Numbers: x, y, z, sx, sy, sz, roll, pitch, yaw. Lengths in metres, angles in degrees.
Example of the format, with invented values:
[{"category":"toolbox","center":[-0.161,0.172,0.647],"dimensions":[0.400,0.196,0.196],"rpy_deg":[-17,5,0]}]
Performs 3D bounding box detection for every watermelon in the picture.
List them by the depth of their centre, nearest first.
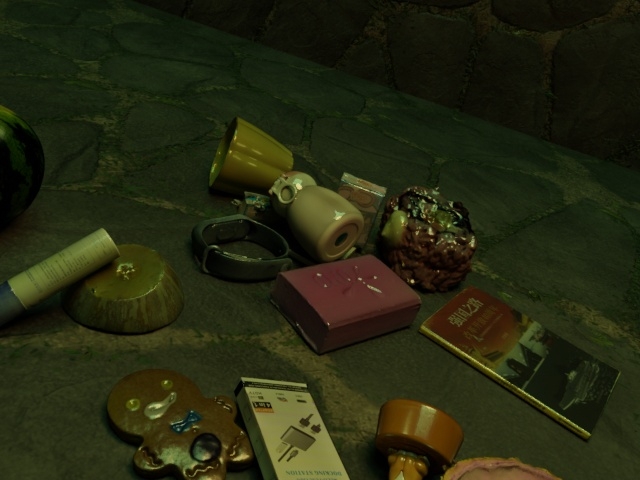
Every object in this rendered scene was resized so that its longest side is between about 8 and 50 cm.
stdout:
[{"category":"watermelon","center":[-0.656,-0.143,1.101],"dimensions":[0.269,0.269,0.269],"rpy_deg":[13,29,-7]}]

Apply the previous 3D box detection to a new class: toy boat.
[{"category":"toy boat","center":[-0.119,-0.068,1.443],"dimensions":[0.210,0.084,0.066],"rpy_deg":[3,35,-42]}]

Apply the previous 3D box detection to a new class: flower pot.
[{"category":"flower pot","center":[-0.176,-0.198,1.536],"dimensions":[0.179,0.195,0.195],"rpy_deg":[21,26,-20]}]

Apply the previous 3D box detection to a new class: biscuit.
[{"category":"biscuit","center":[-0.206,0.266,0.853],"dimensions":[0.236,0.039,0.180],"rpy_deg":[29,32,23]}]

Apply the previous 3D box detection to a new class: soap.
[{"category":"soap","center":[0.053,0.119,1.195],"dimensions":[0.259,0.081,0.181],"rpy_deg":[-8,38,-37]}]

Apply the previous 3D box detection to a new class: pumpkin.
[{"category":"pumpkin","center":[-0.346,0.067,1.056],"dimensions":[0.217,0.110,0.217],"rpy_deg":[15,35,-11]}]

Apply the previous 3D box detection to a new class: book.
[{"category":"book","center":[0.424,0.238,1.248],"dimensions":[0.374,0.028,0.262],"rpy_deg":[32,34,25]},{"category":"book","center":[0.000,0.000,1.433],"dimensions":[0.162,0.022,0.232],"rpy_deg":[29,30,14]}]

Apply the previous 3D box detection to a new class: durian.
[{"category":"durian","center":[0.259,0.394,0.812],"dimensions":[0.341,0.112,0.191],"rpy_deg":[1,23,-41]}]

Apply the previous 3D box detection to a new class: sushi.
[{"category":"sushi","center":[0.255,-0.008,1.434],"dimensions":[0.237,0.170,0.270],"rpy_deg":[9,35,-15]}]

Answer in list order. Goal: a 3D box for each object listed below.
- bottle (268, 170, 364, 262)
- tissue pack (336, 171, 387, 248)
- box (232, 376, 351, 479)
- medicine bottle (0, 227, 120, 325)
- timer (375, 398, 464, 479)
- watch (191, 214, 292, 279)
[{"category":"bottle","center":[-0.025,-0.071,1.352],"dimensions":[0.148,0.147,0.236],"rpy_deg":[-14,48,-43]},{"category":"tissue pack","center":[0.081,-0.072,1.424],"dimensions":[0.116,0.155,0.065],"rpy_deg":[21,28,1]},{"category":"box","center":[-0.036,0.300,0.858],"dimensions":[0.129,0.033,0.247],"rpy_deg":[15,26,-34]},{"category":"medicine bottle","center":[-0.443,0.062,0.957],"dimensions":[0.231,0.059,0.059],"rpy_deg":[-34,52,-22]},{"category":"timer","center":[0.127,0.331,0.859],"dimensions":[0.132,0.132,0.152],"rpy_deg":[22,52,9]},{"category":"watch","center":[-0.173,0.017,1.269],"dimensions":[0.206,0.068,0.193],"rpy_deg":[-10,38,-43]}]
